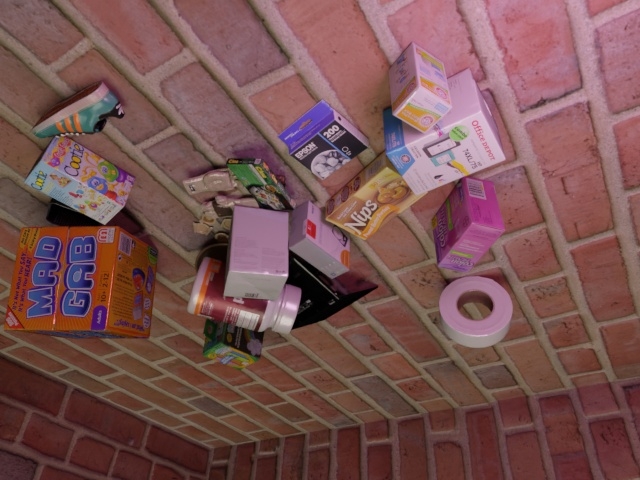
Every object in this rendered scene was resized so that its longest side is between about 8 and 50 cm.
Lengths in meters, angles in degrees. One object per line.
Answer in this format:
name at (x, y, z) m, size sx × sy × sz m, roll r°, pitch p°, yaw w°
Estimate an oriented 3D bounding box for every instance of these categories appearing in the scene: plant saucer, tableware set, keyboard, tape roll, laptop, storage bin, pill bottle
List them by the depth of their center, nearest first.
storage bin at (-0.880, -0.103, 1.836) m, size 0.180 × 0.084 × 0.122 m, roll 20°, pitch 137°, yaw -21°
tableware set at (-0.396, -0.049, 1.917) m, size 0.169 × 0.020 × 0.141 m, roll 18°, pitch 138°, yaw -18°
pill bottle at (-0.286, 0.219, 1.935) m, size 0.392 × 0.224 × 0.224 m, roll 17°, pitch 139°, yaw -9°
plant saucer at (-0.359, 0.110, 2.022) m, size 0.278 × 0.041 × 0.278 m, roll 3°, pitch 129°, yaw 3°
tape roll at (0.624, 0.284, 2.045) m, size 0.286 × 0.286 × 0.100 m, roll -6°, pitch 139°, yaw 11°
keyboard at (-0.034, 0.124, 2.100) m, size 0.180 × 0.023 × 0.108 m, roll -6°, pitch 140°, yaw 13°
laptop at (-0.045, 0.218, 2.172) m, size 0.408 × 0.236 × 0.382 m, roll 43°, pitch 129°, yaw -11°

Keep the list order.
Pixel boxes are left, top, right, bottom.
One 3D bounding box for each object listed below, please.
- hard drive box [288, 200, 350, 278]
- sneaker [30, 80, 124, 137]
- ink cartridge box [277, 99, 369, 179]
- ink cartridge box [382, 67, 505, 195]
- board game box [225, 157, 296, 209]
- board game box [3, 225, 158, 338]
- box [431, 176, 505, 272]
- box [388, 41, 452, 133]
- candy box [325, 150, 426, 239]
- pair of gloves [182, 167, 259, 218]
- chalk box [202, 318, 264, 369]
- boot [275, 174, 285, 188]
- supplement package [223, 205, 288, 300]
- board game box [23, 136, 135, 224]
hard drive box at (0.000, 0.000, 1.823) m, size 0.089 × 0.181 × 0.232 m, roll -29°, pitch 132°, yaw 32°
sneaker at (-0.720, -0.354, 1.501) m, size 0.302 × 0.108 × 0.121 m, roll -18°, pitch 132°, yaw 21°
ink cartridge box at (0.007, -0.303, 1.562) m, size 0.208 × 0.045 × 0.206 m, roll 34°, pitch 132°, yaw -30°
ink cartridge box at (0.341, -0.298, 1.423) m, size 0.270 × 0.197 × 0.198 m, roll -22°, pitch 135°, yaw 27°
board game box at (-0.191, -0.183, 1.677) m, size 0.136 × 0.030 × 0.259 m, roll 7°, pitch 153°, yaw 28°
board game box at (-0.850, 0.168, 1.861) m, size 0.356 × 0.356 × 0.356 m, roll -1°, pitch 164°, yaw 4°
box at (0.485, -0.052, 1.699) m, size 0.117 × 0.213 × 0.243 m, roll 11°, pitch 140°, yaw -10°
box at (0.254, -0.394, 1.309) m, size 0.114 × 0.203 × 0.103 m, roll 24°, pitch 136°, yaw -23°
candy box at (0.182, -0.143, 1.709) m, size 0.183 × 0.087 × 0.316 m, roll 27°, pitch 136°, yaw -26°
pair of gloves at (-0.338, -0.161, 1.757) m, size 0.204 × 0.042 × 0.240 m, roll -12°, pitch 143°, yaw 12°
chalk box at (-0.442, 0.472, 2.428) m, size 0.289 × 0.180 × 0.179 m, roll 31°, pitch 133°, yaw -28°
boot at (-0.177, -0.193, 1.718) m, size 0.114 × 0.037 × 0.106 m, roll 7°, pitch 141°, yaw 0°
supplement package at (-0.229, 0.048, 1.803) m, size 0.199 × 0.262 × 0.198 m, roll 7°, pitch 147°, yaw -13°
board game box at (-0.784, -0.199, 1.666) m, size 0.144 × 0.142 × 0.275 m, roll -31°, pitch 130°, yaw 34°
